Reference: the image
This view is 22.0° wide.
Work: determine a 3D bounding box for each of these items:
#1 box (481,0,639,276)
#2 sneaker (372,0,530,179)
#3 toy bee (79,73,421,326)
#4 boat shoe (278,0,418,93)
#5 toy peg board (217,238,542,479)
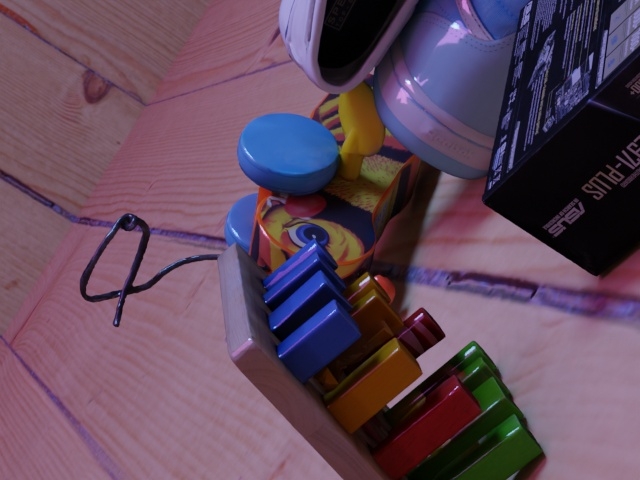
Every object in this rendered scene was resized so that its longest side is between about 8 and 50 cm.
[{"bbox_3d":[0.167,-0.096,0.853,0.147,0.078,0.180,-46,18,39],"label":"box"},{"bbox_3d":[0.133,-0.202,1.123,0.208,0.127,0.319,-51,24,32],"label":"sneaker"},{"bbox_3d":[0.000,0.000,1.147,0.298,0.162,0.195,-50,-22,-23],"label":"toy bee"},{"bbox_3d":[0.055,-0.209,1.032,0.084,0.095,0.258,-113,40,-60],"label":"boat shoe"},{"bbox_3d":[0.032,0.063,0.831,0.079,0.160,0.161,-40,16,6],"label":"toy peg board"}]
